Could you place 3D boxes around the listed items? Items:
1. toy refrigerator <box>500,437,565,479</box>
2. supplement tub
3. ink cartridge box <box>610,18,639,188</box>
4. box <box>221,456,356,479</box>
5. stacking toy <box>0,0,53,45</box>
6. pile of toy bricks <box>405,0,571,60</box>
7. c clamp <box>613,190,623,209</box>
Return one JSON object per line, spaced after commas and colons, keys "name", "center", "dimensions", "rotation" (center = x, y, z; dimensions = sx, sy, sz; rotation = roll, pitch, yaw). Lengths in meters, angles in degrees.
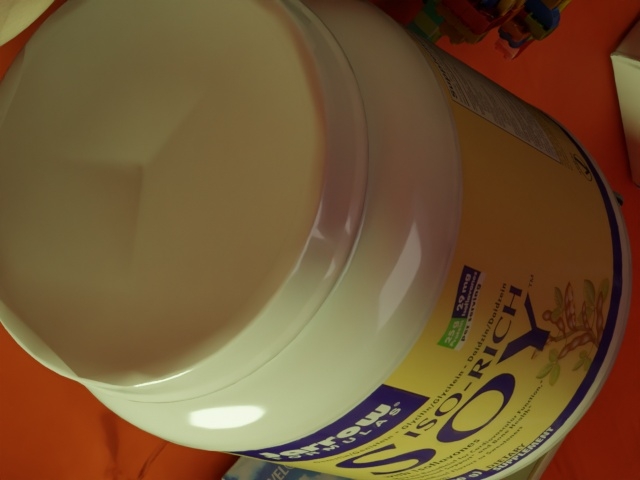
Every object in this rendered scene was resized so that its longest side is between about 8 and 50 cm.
{"name": "toy refrigerator", "center": [0.091, 0.175, 1.407], "dimensions": [0.269, 0.094, 0.102], "rotation": [-56, 146, -15]}
{"name": "supplement tub", "center": [0.000, 0.000, 1.033], "dimensions": [0.331, 0.241, 0.241], "rotation": [21, 93, -57]}
{"name": "ink cartridge box", "center": [0.328, -0.149, 1.540], "dimensions": [0.218, 0.092, 0.158], "rotation": [-51, 144, -25]}
{"name": "box", "center": [0.022, 0.184, 1.289], "dimensions": [0.178, 0.042, 0.109], "rotation": [46, 63, -8]}
{"name": "stacking toy", "center": [-0.225, -0.194, 0.711], "dimensions": [0.330, 0.141, 0.141], "rotation": [38, 78, -50]}
{"name": "pile of toy bricks", "center": [0.082, -0.149, 1.204], "dimensions": [0.105, 0.118, 0.212], "rotation": [-49, 172, 26]}
{"name": "c clamp", "center": [0.213, 0.026, 1.485], "dimensions": [0.137, 0.022, 0.161], "rotation": [82, 17, -56]}
